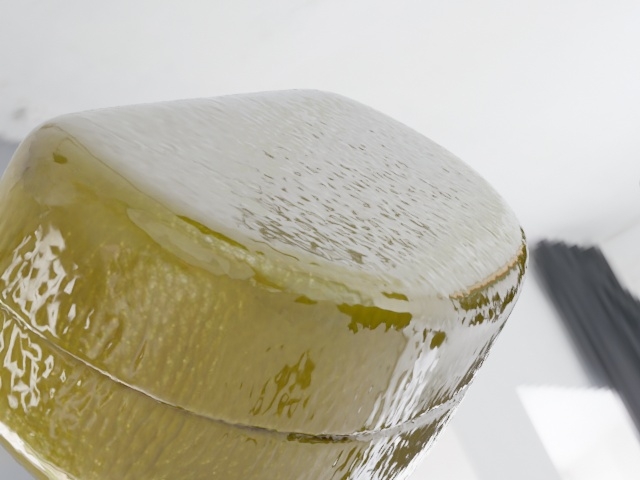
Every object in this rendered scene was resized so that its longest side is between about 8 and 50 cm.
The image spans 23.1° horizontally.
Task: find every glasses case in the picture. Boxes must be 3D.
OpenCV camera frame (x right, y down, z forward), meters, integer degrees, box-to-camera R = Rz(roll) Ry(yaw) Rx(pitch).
[{"bbox_3d":[-0.016,0.031,0.694,0.141,0.173,0.371,-63,-13,16],"label":"glasses case"}]
